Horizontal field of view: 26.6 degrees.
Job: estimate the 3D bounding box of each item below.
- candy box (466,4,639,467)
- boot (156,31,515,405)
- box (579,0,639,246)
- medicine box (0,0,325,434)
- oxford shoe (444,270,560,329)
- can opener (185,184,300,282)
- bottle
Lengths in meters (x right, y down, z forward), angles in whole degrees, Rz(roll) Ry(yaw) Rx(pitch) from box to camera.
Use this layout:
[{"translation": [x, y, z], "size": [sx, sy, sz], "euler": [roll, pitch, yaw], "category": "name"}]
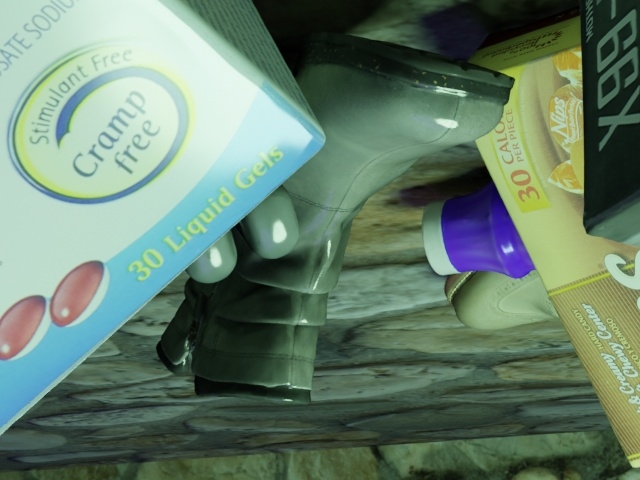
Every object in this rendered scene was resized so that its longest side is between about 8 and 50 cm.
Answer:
[{"translation": [0.235, -0.006, 0.877], "size": [0.183, 0.087, 0.316], "euler": [-13, 115, 37], "category": "candy box"}, {"translation": [0.000, 0.000, 0.842], "size": [0.118, 0.223, 0.338], "euler": [13, 174, -19], "category": "boot"}, {"translation": [0.135, -0.172, 0.266], "size": [0.076, 0.307, 0.242], "euler": [7, 161, -15], "category": "box"}, {"translation": [-0.194, -0.069, 0.565], "size": [0.263, 0.149, 0.289], "euler": [-41, 135, 12], "category": "medicine box"}, {"translation": [0.269, 0.052, 1.295], "size": [0.140, 0.147, 0.397], "euler": [8, 162, -36], "category": "oxford shoe"}, {"translation": [-0.081, -0.036, 0.847], "size": [0.076, 0.095, 0.283], "euler": [-21, -150, -11], "category": "can opener"}, {"translation": [0.226, -0.023, 1.139], "size": [0.282, 0.092, 0.118], "euler": [-10, 161, 27], "category": "bottle"}]
